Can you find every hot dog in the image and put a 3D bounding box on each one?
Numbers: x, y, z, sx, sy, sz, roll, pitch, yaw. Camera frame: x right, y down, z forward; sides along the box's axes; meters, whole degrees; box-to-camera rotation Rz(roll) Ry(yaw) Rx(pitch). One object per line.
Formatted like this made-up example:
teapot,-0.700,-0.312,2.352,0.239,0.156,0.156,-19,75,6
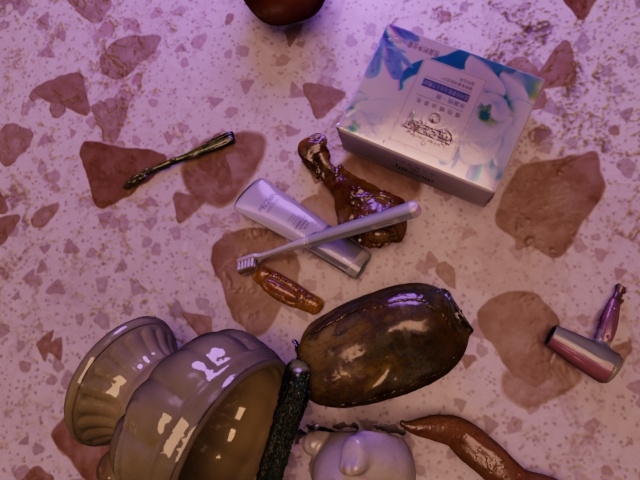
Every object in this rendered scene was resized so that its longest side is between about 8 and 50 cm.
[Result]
hot dog,-0.059,0.088,0.915,0.137,0.028,0.044,31,93,10

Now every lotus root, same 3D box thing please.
lotus root,0.095,0.160,0.821,0.274,0.152,0.160,-22,81,12

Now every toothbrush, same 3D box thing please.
toothbrush,0.000,-0.002,0.857,0.342,0.025,0.030,-19,48,25

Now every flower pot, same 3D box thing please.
flower pot,-0.215,0.258,0.785,0.244,0.307,0.307,20,83,26

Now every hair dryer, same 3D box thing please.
hair dryer,0.441,0.135,0.841,0.106,0.054,0.154,35,76,16

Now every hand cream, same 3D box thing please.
hand cream,-0.031,-0.021,0.917,0.255,0.048,0.079,33,64,11

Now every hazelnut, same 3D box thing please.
hazelnut,-0.072,-0.485,0.935,0.178,0.178,0.204,-6,64,6

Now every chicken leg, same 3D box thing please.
chicken leg,0.049,-0.085,0.908,0.107,0.087,0.251,-36,72,-9

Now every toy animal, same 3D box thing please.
toy animal,0.044,0.425,0.751,0.182,0.247,0.310,-7,64,23

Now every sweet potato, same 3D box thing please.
sweet potato,0.254,0.334,0.818,0.281,0.059,0.067,31,73,10

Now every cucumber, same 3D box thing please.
cucumber,-0.059,0.297,0.785,0.044,0.043,0.257,10,104,-26

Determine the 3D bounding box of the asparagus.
asparagus,-0.266,-0.148,0.983,0.232,0.023,0.022,-23,34,3

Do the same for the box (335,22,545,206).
box,0.194,-0.207,0.885,0.274,0.116,0.203,25,85,10
